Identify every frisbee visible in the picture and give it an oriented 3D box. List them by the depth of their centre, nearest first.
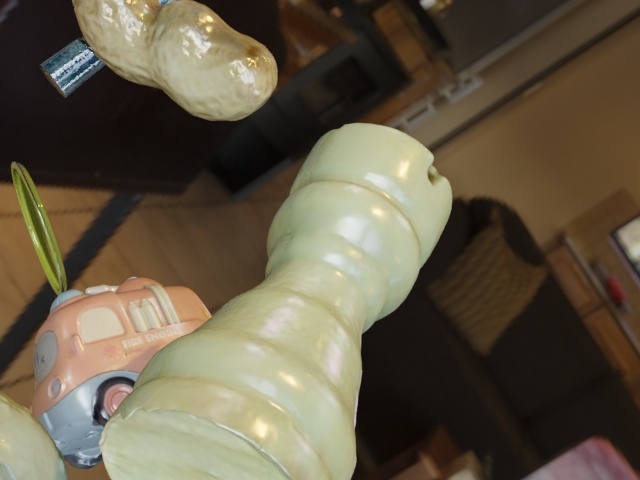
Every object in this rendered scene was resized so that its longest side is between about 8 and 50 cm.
[{"bbox_3d":[-0.457,-0.019,2.238,0.236,0.017,0.236,56,-22,37],"label":"frisbee"}]

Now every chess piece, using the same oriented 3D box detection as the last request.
[{"bbox_3d":[-0.016,0.082,1.350,0.234,0.234,0.442,52,47,-25],"label":"chess piece"}]

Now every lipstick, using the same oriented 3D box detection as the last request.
[{"bbox_3d":[-0.259,-0.277,1.805,0.053,0.234,0.053,49,-12,14],"label":"lipstick"}]

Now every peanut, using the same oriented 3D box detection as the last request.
[{"bbox_3d":[-0.144,-0.188,1.312,0.227,0.104,0.086,26,42,13],"label":"peanut"}]

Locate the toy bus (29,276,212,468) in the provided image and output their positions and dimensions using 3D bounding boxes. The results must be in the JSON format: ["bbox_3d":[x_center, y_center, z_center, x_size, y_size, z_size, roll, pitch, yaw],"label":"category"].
[{"bbox_3d":[-0.265,0.165,1.870,0.194,0.287,0.232,-41,-116,55],"label":"toy bus"}]

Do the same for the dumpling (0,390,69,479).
[{"bbox_3d":[-0.390,0.240,1.454,0.320,0.270,0.212,11,40,-8],"label":"dumpling"}]
